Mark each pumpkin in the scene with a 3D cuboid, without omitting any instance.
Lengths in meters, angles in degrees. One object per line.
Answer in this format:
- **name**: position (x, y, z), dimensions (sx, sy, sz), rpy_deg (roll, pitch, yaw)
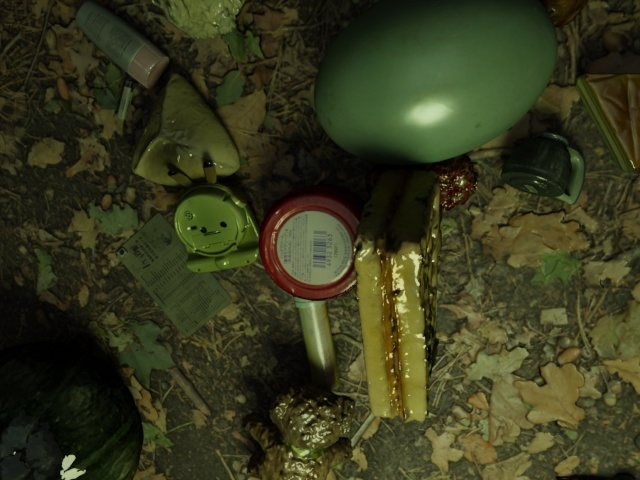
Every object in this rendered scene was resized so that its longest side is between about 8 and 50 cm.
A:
- **pumpkin**: position (-0.621, 0.444, 0.988), dimensions (0.455, 0.344, 0.453), rpy_deg (3, 106, 11)

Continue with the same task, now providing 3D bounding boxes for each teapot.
- **teapot**: position (0.413, -0.135, 0.817), dimensions (0.149, 0.111, 0.108), rpy_deg (22, 89, 12)

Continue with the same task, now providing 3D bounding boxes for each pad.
- **pad**: position (-0.340, 0.083, 1.044), dimensions (0.160, 0.009, 0.265), rpy_deg (-40, 91, 14)

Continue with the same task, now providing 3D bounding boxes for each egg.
- **egg**: position (0.177, -0.268, 0.748), dimensions (0.389, 0.276, 0.275), rpy_deg (-15, 97, 13)

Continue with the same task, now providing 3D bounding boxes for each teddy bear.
- **teddy bear**: position (-0.050, 0.419, 0.962), dimensions (0.247, 0.296, 0.222), rpy_deg (20, 69, 1)

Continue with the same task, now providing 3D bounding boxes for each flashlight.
- **flashlight**: position (-0.421, -0.305, 0.986), dimensions (0.018, 0.018, 0.083), rpy_deg (21, 103, 6)

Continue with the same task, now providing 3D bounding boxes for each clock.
- **clock**: position (-0.228, -0.049, 0.941), dimensions (0.170, 0.069, 0.231), rpy_deg (-10, 115, 13)

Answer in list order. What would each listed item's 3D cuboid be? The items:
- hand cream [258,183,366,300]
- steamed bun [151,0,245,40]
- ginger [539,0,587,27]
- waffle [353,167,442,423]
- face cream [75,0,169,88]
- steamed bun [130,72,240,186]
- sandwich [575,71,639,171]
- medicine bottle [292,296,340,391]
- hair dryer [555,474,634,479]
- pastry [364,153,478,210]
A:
- **hand cream**: position (0.000, 0.000, 0.897), dimensions (0.231, 0.149, 0.230), rpy_deg (2, 101, 8)
- **steamed bun**: position (-0.188, -0.533, 0.783), dimensions (0.272, 0.290, 0.273), rpy_deg (-25, 87, 0)
- **ginger**: position (0.315, -0.471, 0.719), dimensions (0.165, 0.172, 0.321), rpy_deg (-41, 101, 18)
- **waffle**: position (0.143, 0.096, 0.776), dimensions (0.114, 0.261, 0.376), rpy_deg (2, 121, 16)
- **face cream**: position (-0.412, -0.410, 0.948), dimensions (0.198, 0.057, 0.084), rpy_deg (40, 105, 0)
- **steamed bun**: position (-0.302, -0.193, 0.940), dimensions (0.212, 0.110, 0.231), rpy_deg (-38, 89, 15)
- **sandwich**: position (0.503, -0.207, 0.802), dimensions (0.114, 0.079, 0.163), rpy_deg (6, 102, 11)
- **medicine bottle**: position (-0.005, 0.211, 0.974), dimensions (0.074, 0.074, 0.218), rpy_deg (-8, 100, 12)
- **hair dryer**: position (0.564, 0.504, 0.928), dimensions (0.150, 0.071, 0.047), rpy_deg (4, 99, 26)
- **pastry**: position (0.185, -0.112, 0.860), dimensions (0.209, 0.115, 0.097), rpy_deg (-5, 134, 11)
